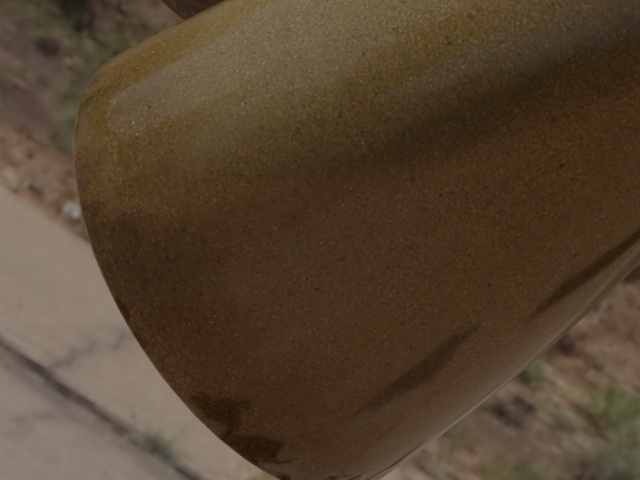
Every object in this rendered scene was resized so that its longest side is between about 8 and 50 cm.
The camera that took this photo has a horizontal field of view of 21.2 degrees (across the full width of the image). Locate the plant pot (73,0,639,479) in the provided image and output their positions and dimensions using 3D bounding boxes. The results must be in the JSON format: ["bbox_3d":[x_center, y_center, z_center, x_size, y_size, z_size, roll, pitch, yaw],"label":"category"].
[{"bbox_3d":[0.063,-0.045,0.757,0.237,0.254,0.237,38,35,-34],"label":"plant pot"}]

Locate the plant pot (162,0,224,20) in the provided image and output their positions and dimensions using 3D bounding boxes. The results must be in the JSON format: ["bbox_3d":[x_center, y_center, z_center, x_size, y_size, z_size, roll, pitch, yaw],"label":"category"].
[{"bbox_3d":[-0.052,-0.214,1.134,0.237,0.237,0.110,35,52,19],"label":"plant pot"}]
